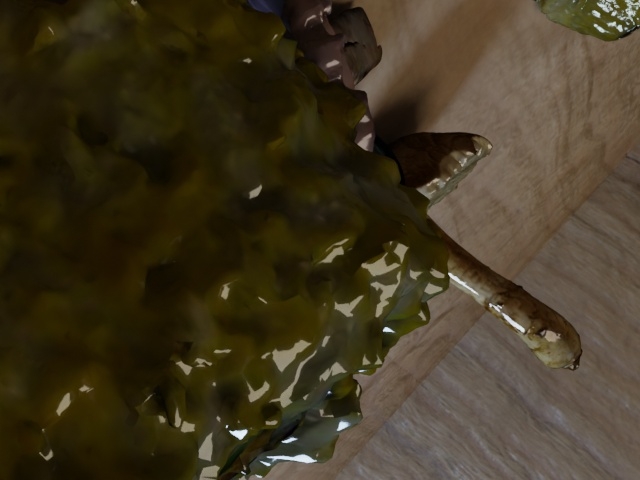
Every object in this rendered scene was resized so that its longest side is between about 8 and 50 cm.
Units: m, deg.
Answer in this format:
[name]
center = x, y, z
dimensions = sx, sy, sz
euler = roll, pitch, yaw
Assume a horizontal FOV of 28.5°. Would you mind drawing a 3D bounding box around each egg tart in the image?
[egg tart]
center = 0.351, -0.285, 1.330
dimensions = 0.252, 0.098, 0.232
euler = -29, 176, 6

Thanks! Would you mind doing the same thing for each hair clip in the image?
[hair clip]
center = -0.001, -0.112, 0.807
dimensions = 0.069, 0.173, 0.300
euler = -19, -171, 8

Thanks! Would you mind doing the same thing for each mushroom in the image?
[mushroom]
center = 0.150, 0.002, 1.253
dimensions = 0.233, 0.301, 0.208
euler = 124, -24, -82

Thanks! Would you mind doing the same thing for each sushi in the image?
[sushi]
center = -0.116, 0.055, 0.624
dimensions = 0.351, 0.240, 0.396
euler = -40, 172, -22

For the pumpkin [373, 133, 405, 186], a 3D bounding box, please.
[pumpkin]
center = -0.011, -0.007, 1.015
dimensions = 0.194, 0.150, 0.194
euler = -30, 138, -32
